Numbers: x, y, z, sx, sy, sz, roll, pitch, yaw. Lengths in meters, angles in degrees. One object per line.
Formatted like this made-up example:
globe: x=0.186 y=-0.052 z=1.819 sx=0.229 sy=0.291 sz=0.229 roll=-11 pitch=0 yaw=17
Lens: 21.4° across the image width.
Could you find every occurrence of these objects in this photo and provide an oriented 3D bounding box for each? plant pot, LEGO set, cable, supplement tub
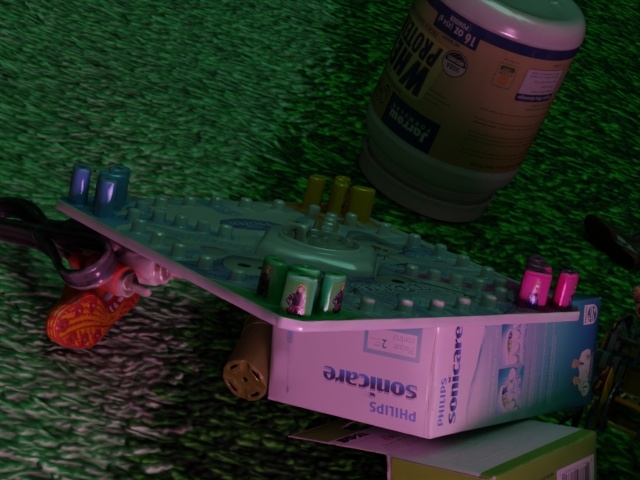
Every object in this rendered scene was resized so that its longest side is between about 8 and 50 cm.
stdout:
plant pot: x=-0.062 y=0.125 z=1.777 sx=0.083 sy=0.083 sz=0.079 roll=29 pitch=39 yaw=10
LEGO set: x=0.384 y=0.108 z=1.952 sx=0.192 sy=0.255 sz=0.331 roll=22 pitch=23 yaw=22
cable: x=-0.267 y=0.014 z=1.772 sx=0.287 sy=0.072 sz=0.139 roll=5 pitch=31 yaw=35
supplement tub: x=0.197 y=-0.206 z=2.293 sx=0.228 sy=0.316 sz=0.228 roll=18 pitch=28 yaw=-10

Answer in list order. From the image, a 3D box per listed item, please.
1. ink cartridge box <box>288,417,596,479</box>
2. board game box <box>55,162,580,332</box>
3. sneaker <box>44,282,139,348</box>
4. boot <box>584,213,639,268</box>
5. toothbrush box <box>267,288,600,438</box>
ink cartridge box: x=0.124 y=0.237 z=1.710 sx=0.255 sy=0.097 sz=0.189 roll=6 pitch=12 yaw=40
board game box: x=0.000 y=0.000 z=1.688 sx=0.390 sy=0.050 sz=0.390 roll=1 pitch=16 yaw=-42
sneaker: x=-0.247 y=0.067 z=1.762 sx=0.067 sy=0.064 sz=0.175 roll=13 pitch=18 yaw=15
boot: x=0.441 y=-0.006 z=2.433 sx=0.114 sy=0.037 sz=0.106 roll=-18 pitch=62 yaw=-48
toothbrush box: x=0.121 y=0.112 z=1.772 sx=0.216 sy=0.126 sz=0.295 roll=10 pitch=10 yaw=41
